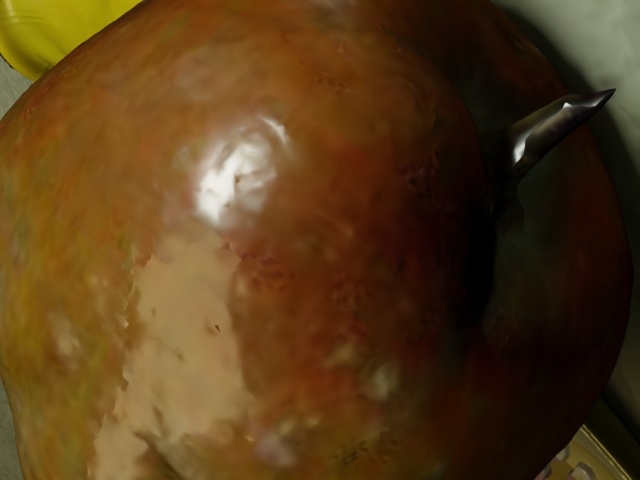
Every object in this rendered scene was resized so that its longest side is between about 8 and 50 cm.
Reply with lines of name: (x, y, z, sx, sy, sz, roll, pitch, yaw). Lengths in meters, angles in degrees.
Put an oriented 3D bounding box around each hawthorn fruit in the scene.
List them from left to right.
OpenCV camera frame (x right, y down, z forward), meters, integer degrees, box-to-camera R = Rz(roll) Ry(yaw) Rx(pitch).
hawthorn fruit: (0.000, 0.000, 0.707, 0.301, 0.267, 0.268, -39, 81, 41)

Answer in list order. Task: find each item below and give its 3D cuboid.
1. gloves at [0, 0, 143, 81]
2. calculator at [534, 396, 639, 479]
gloves: (-0.054, -0.119, 0.904, 0.294, 0.116, 0.133, 17, 160, 45)
calculator: (0.127, 0.127, 0.881, 0.236, 0.033, 0.157, 52, 154, 13)
